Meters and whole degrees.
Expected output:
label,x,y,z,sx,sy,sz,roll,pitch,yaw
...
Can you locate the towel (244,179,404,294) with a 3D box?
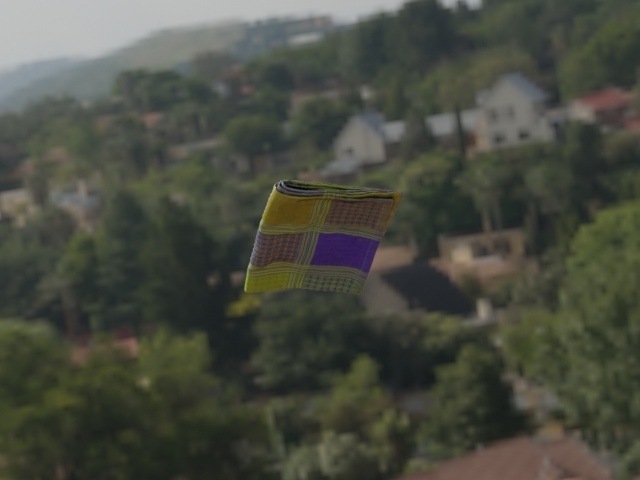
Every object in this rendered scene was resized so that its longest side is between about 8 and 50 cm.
label,x,y,z,sx,sy,sz,roll,pitch,yaw
towel,0.000,0.000,0.872,0.060,0.009,0.083,3,-36,-15
